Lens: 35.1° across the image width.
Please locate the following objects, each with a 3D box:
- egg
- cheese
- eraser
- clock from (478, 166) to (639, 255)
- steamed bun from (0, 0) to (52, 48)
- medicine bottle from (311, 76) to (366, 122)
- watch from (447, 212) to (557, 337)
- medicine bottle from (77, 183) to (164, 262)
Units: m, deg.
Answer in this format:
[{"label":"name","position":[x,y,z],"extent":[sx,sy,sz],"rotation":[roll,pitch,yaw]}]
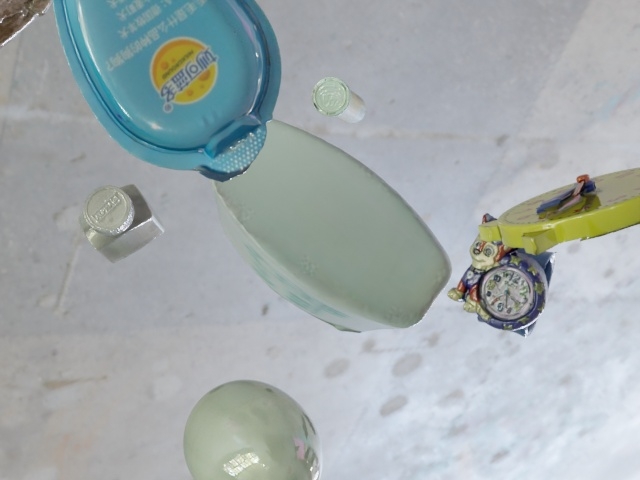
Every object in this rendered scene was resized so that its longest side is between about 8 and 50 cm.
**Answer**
[{"label":"egg","position":[-0.077,0.244,1.177],"extent":[0.151,0.209,0.151],"rotation":[-6,104,-26]},{"label":"cheese","position":[-0.110,-0.143,0.529],"extent":[0.106,0.037,0.256],"rotation":[-34,98,3]},{"label":"eraser","position":[0.000,0.000,0.852],"extent":[0.104,0.189,0.290],"rotation":[-49,179,-7]},{"label":"clock","position":[0.390,-0.061,1.487],"extent":[0.293,0.277,0.071],"rotation":[-19,98,-14]},{"label":"steamed bun","position":[-0.392,-0.328,1.112],"extent":[0.301,0.251,0.199],"rotation":[-44,131,0]},{"label":"medicine bottle","position":[0.041,-0.265,1.960],"extent":[0.074,0.074,0.218],"rotation":[-39,173,10]},{"label":"watch","position":[0.353,0.075,1.862],"extent":[0.196,0.171,0.200],"rotation":[-65,159,10]},{"label":"medicine bottle","position":[-0.379,-0.037,1.904],"extent":[0.132,0.088,0.188],"rotation":[-31,168,-5]}]
